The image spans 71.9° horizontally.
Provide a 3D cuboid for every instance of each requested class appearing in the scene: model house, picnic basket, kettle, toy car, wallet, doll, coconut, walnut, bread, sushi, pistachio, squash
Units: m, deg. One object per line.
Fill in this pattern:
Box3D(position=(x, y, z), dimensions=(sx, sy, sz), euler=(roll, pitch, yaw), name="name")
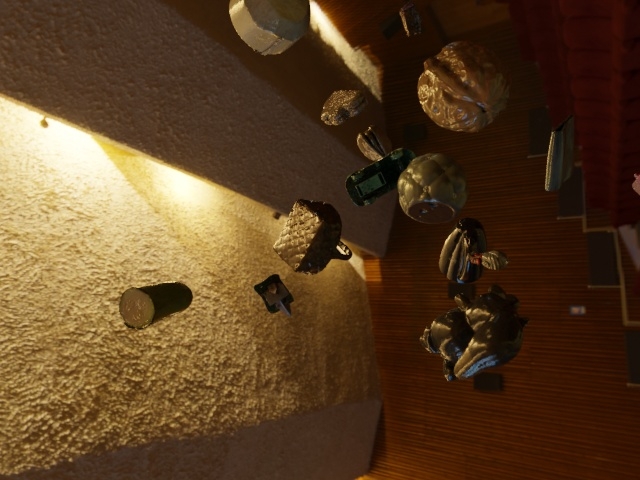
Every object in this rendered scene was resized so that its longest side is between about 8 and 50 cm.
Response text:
Box3D(position=(-0.168, 0.228, 1.707), dimensions=(0.117, 0.088, 0.167), euler=(-30, -59, -7), name="model house")
Box3D(position=(0.000, 0.000, 1.988), dimensions=(0.337, 0.293, 0.337), euler=(-21, -50, -26), name="picnic basket")
Box3D(position=(0.668, 0.047, 2.016), dimensions=(0.268, 0.207, 0.290), euler=(-75, -12, -48), name="kettle")
Box3D(position=(0.241, -0.262, 1.780), dimensions=(0.136, 0.305, 0.125), euler=(60, 179, -21), name="toy car")
Box3D(position=(0.996, -0.364, 1.809), dimensions=(0.290, 0.054, 0.251), euler=(-34, -55, -38), name="wallet")
Box3D(position=(0.619, 0.069, 1.619), dimensions=(0.094, 0.180, 0.079), euler=(-26, -70, -27), name="doll")
Box3D(position=(0.502, 0.330, 1.516), dimensions=(0.252, 0.382, 0.378), euler=(48, -157, 18), name="doll")
Box3D(position=(-0.201, -0.910, 1.752), dimensions=(0.323, 0.322, 0.323), euler=(8, -100, -58), name="coconut")
Box3D(position=(0.326, -0.355, 1.022), dimensions=(0.198, 0.198, 0.245), euler=(48, -165, -45), name="walnut")
Box3D(position=(0.102, -0.667, 2.243), dimensions=(0.102, 0.337, 0.183), euler=(41, -95, -28), name="bread")
Box3D(position=(0.257, -0.619, 1.236), dimensions=(0.120, 0.055, 0.052), euler=(43, -158, -57), name="sushi")
Box3D(position=(0.315, -0.541, 2.521), dimensions=(0.288, 0.166, 0.197), euler=(18, -141, -60), name="pistachio")
Box3D(position=(-0.368, 0.141, 1.025), dimensions=(0.188, 0.095, 0.095), euler=(-9, -85, -74), name="squash")

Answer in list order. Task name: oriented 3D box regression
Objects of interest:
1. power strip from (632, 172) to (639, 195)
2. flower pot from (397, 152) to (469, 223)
Box3D(position=(0.980, -0.082, 1.215), dimensions=(0.279, 0.037, 0.109), euler=(58, -170, 24), name="power strip")
Box3D(position=(0.389, -0.180, 1.524), dimensions=(0.246, 0.246, 0.195), euler=(38, -125, -51), name="flower pot")
